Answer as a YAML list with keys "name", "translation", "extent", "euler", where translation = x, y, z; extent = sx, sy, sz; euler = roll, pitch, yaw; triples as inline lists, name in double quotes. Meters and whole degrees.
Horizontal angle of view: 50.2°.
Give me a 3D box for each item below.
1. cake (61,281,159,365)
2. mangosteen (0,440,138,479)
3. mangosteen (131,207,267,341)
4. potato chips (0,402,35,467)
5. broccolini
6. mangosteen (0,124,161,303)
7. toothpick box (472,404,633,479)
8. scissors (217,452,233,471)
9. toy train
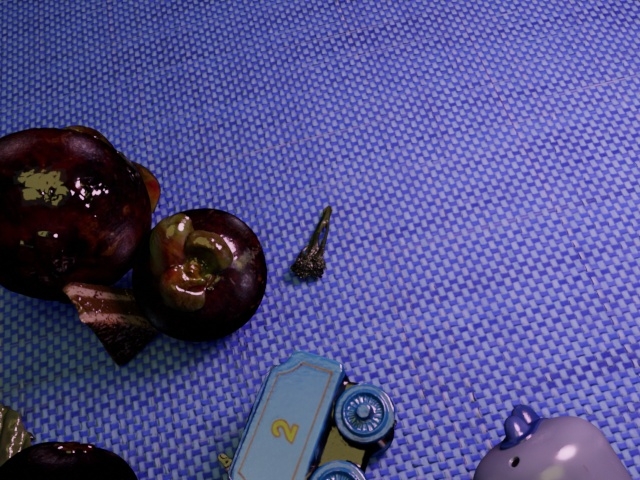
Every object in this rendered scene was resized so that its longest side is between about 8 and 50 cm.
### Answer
- name: "cake"
  translation: [-0.405, 0.138, 1.365]
  extent: [0.135, 0.246, 0.112]
  euler: [-35, 64, -17]
- name: "mangosteen"
  translation: [-0.446, 0.502, 1.167]
  extent: [0.274, 0.275, 0.303]
  euler: [8, 88, 10]
- name: "mangosteen"
  translation: [-0.244, 0.066, 1.368]
  extent: [0.287, 0.288, 0.288]
  euler: [-3, 60, 4]
- name: "potato chips"
  translation: [-0.734, 0.455, 1.290]
  extent: [0.373, 0.097, 0.389]
  euler: [-22, 60, -11]
- name: "broccolini"
  translation: [-0.004, 0.006, 1.525]
  extent: [0.073, 0.058, 0.201]
  euler: [22, 48, 2]
- name: "mangosteen"
  translation: [-0.534, -0.056, 1.444]
  extent: [0.380, 0.421, 0.381]
  euler: [1, 101, 6]
- name: "toothpick box"
  translation: [0.391, 0.432, 1.071]
  extent: [0.263, 0.263, 0.355]
  euler: [-29, 81, -11]
- name: "scissors"
  translation: [-0.151, 0.441, 1.293]
  extent: [0.113, 0.012, 0.039]
  euler: [36, 69, 23]
- name: "toy train"
  translation: [-0.013, 0.374, 1.220]
  extent: [0.264, 0.188, 0.300]
  euler: [15, 66, 14]
